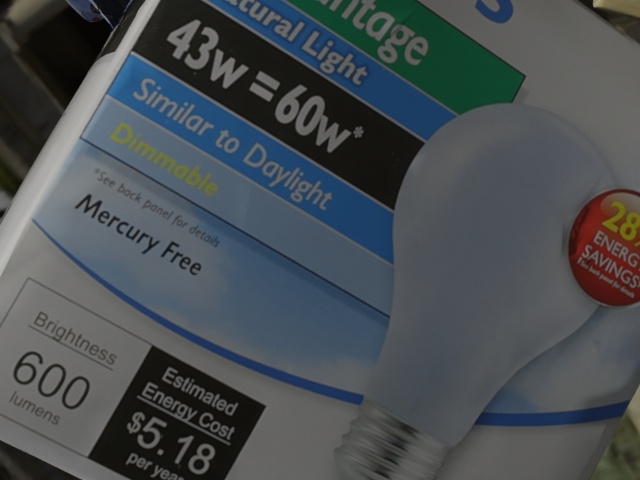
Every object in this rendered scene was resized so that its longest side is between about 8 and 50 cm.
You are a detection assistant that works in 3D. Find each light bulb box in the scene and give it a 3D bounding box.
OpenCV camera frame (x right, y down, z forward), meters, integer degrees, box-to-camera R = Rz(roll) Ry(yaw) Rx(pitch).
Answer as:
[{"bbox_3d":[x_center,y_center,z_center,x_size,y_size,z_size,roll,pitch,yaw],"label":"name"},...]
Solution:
[{"bbox_3d":[0.008,-0.001,0.721,0.358,0.361,0.225,30,175,-17],"label":"light bulb box"}]

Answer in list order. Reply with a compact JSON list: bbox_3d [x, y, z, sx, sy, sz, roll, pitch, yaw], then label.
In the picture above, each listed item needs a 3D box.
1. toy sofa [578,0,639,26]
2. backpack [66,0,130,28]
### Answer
[{"bbox_3d":[0.319,-0.304,1.294,0.150,0.177,0.362,13,-178,-11],"label":"toy sofa"},{"bbox_3d":[-0.304,-0.471,1.785,0.276,0.213,0.263,53,-135,-54],"label":"backpack"}]
